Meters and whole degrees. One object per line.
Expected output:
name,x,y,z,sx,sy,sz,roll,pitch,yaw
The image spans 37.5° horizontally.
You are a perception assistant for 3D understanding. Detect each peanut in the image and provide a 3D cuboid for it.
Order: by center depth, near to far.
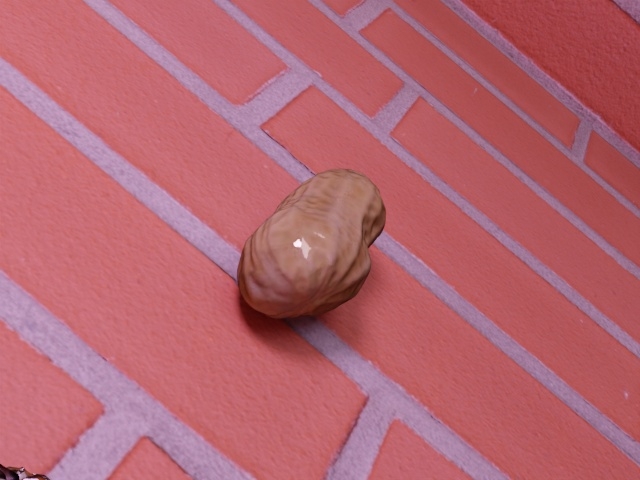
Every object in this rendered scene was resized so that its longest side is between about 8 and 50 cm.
peanut,0.000,0.000,1.200,0.152,0.152,0.313,39,29,-3

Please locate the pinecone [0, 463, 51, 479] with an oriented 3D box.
pinecone,-0.228,0.246,0.610,0.222,0.221,0.221,27,35,-21
